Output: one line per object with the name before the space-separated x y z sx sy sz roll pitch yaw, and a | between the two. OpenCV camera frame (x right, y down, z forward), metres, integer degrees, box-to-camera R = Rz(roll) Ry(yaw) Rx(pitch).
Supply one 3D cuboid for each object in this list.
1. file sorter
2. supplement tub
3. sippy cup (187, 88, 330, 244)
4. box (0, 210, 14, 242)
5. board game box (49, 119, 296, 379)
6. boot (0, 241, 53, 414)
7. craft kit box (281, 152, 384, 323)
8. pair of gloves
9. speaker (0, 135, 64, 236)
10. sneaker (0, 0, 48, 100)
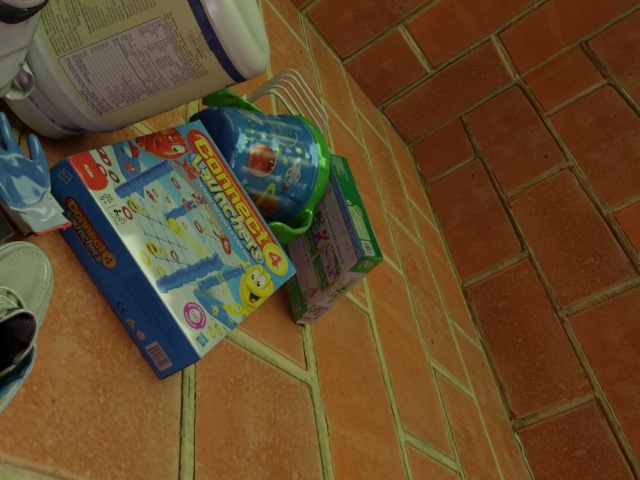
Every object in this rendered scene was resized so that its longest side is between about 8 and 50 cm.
file sorter | -0.102 -0.274 1.448 0.192 0.173 0.277 54 21 -17
supplement tub | -0.257 -0.285 0.828 0.235 0.325 0.235 -18 90 -80
sippy cup | -0.139 -0.147 1.150 0.306 0.239 0.224 28 11 37
box | -0.384 -0.002 0.416 0.270 0.144 0.165 -67 136 -63
board game box | -0.206 -0.007 0.905 0.308 0.086 0.302 57 30 -6
boot | -0.287 0.083 0.549 0.095 0.124 0.258 51 31 -32
craft kit box | 0.000 0.000 1.212 0.061 0.246 0.249 10 50 -37
pair of gloves | -0.371 -0.054 0.650 0.198 0.023 0.159 -36 97 -51
speaker | -0.369 -0.074 0.724 0.136 0.055 0.055 56 21 -11
sneaker | -0.468 -0.231 0.608 0.366 0.210 0.137 0 55 -27
